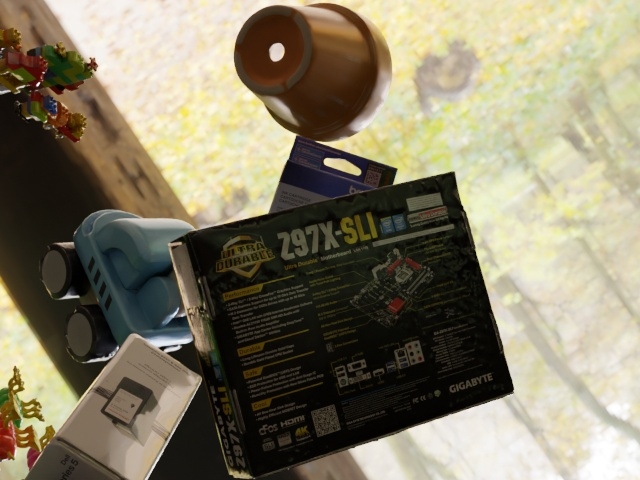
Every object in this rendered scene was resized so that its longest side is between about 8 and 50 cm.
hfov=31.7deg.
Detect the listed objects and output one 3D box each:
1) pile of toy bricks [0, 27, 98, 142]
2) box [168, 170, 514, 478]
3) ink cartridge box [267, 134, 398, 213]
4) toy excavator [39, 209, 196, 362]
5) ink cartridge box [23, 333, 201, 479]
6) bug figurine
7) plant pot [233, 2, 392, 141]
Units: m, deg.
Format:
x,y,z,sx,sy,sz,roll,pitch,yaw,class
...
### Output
x,y,z,sx,sy,sz,roll,pitch,yaw,class
-0.339,-0.216,1.449,0.105,0.118,0.212,-14,157,15,pile of toy bricks
0.028,0.084,1.203,0.322,0.257,0.079,-15,175,-24,box
0.000,0.000,1.784,0.065,0.185,0.311,127,-19,-80,ink cartridge box
-0.263,0.069,2.020,0.222,0.433,0.445,-2,144,-46,toy excavator
-0.268,0.263,1.347,0.198,0.114,0.273,-54,-176,22,ink cartridge box
-0.422,0.321,1.645,0.072,0.279,0.216,-24,-149,-5,bug figurine
-0.026,-0.256,1.639,0.205,0.205,0.188,-36,161,21,plant pot
